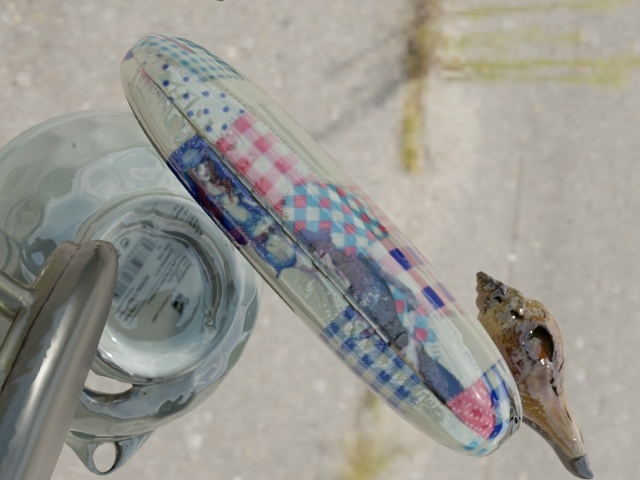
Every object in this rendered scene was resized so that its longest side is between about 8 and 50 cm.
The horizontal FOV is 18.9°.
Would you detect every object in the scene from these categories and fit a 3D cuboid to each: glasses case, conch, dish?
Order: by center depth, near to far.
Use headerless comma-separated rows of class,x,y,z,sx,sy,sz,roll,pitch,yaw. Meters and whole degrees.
glasses case,0.000,0.000,1.156,0.076,0.327,0.125,-44,173,8
dish,-0.154,0.036,1.520,0.303,0.120,0.303,-3,95,-30
conch,0.192,0.132,1.806,0.080,0.086,0.233,-25,122,-22

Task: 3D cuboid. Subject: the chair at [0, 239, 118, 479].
chair,-0.361,0.072,1.164,0.364,0.410,0.362,127,-14,-83
